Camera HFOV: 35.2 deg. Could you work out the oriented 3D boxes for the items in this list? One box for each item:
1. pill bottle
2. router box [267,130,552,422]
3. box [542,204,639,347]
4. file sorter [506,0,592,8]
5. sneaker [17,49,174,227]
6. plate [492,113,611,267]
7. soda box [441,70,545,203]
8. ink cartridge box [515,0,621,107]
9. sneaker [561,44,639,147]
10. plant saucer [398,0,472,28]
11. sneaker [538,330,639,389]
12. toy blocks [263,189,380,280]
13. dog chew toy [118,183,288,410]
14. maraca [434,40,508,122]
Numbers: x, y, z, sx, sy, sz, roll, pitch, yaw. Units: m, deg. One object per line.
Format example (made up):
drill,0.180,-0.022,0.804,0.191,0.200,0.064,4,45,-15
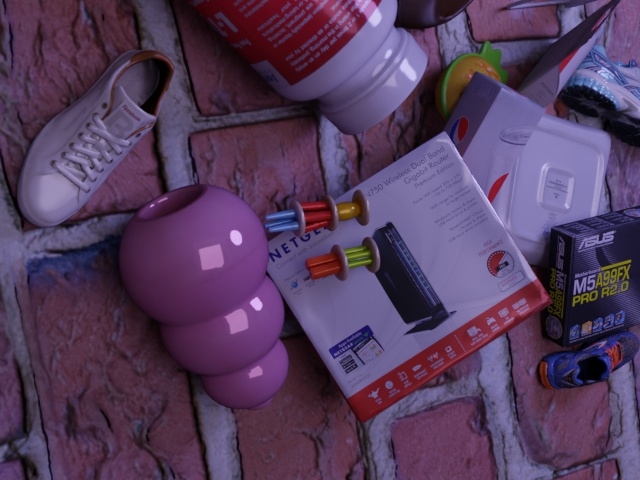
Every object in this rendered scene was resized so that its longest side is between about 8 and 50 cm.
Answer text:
pill bottle,-0.040,-0.350,1.431,0.407,0.229,0.229,44,71,-22
router box,0.118,0.054,1.502,0.335,0.082,0.301,-33,91,-2
box,0.526,0.059,1.821,0.270,0.060,0.216,-12,115,-29
file sorter,0.409,-0.546,1.706,0.173,0.193,0.278,-11,96,-26
sneaker,-0.300,-0.145,1.350,0.106,0.123,0.290,38,74,-26
plate,0.410,-0.091,1.796,0.277,0.045,0.278,12,85,-30
soda box,0.233,-0.114,1.606,0.098,0.091,0.286,21,106,-28
ink cartridge box,0.432,-0.315,1.688,0.056,0.224,0.181,45,60,-7
sneaker,0.573,-0.265,1.851,0.283,0.110,0.122,27,73,-28
plant saucer,0.232,-0.451,1.557,0.050,0.311,0.310,38,68,14
sneaker,0.504,0.223,1.829,0.221,0.087,0.083,-21,101,-28
toy blocks,0.000,0.000,1.410,0.148,0.054,0.123,-11,89,-20
dog chew toy,-0.143,0.092,1.404,0.206,0.206,0.332,-32,113,-25
maraca,0.257,-0.254,1.678,0.185,0.099,0.127,-42,123,-35
